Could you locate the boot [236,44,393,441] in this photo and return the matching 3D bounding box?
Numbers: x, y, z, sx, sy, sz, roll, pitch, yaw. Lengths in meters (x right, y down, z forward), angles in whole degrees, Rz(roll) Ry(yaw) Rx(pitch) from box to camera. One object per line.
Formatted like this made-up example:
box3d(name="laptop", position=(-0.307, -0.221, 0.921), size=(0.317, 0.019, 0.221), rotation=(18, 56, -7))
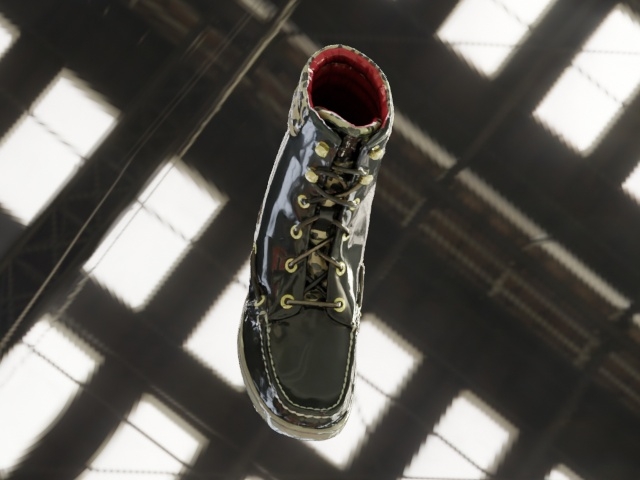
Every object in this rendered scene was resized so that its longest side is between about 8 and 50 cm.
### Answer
box3d(name="boot", position=(-0.002, -0.001, 1.126), size=(0.085, 0.178, 0.236), rotation=(7, -132, -9))
